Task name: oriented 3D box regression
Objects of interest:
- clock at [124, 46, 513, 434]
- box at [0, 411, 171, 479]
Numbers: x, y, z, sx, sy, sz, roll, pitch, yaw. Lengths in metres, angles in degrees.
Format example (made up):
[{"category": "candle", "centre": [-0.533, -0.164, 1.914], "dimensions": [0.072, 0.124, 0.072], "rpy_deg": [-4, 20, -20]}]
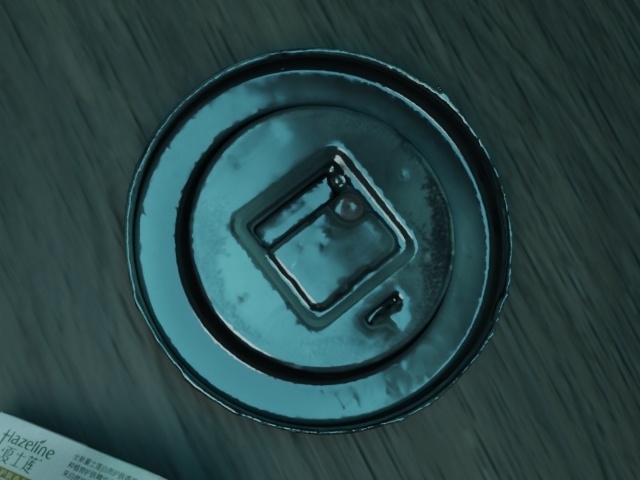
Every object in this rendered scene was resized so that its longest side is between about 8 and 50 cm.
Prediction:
[{"category": "clock", "centre": [0.000, -0.001, 0.802], "dimensions": [0.313, 0.061, 0.312], "rpy_deg": [2, 80, -10]}, {"category": "box", "centre": [-0.168, 0.213, 0.665], "dimensions": [0.199, 0.081, 0.135], "rpy_deg": [16, 59, 27]}]
